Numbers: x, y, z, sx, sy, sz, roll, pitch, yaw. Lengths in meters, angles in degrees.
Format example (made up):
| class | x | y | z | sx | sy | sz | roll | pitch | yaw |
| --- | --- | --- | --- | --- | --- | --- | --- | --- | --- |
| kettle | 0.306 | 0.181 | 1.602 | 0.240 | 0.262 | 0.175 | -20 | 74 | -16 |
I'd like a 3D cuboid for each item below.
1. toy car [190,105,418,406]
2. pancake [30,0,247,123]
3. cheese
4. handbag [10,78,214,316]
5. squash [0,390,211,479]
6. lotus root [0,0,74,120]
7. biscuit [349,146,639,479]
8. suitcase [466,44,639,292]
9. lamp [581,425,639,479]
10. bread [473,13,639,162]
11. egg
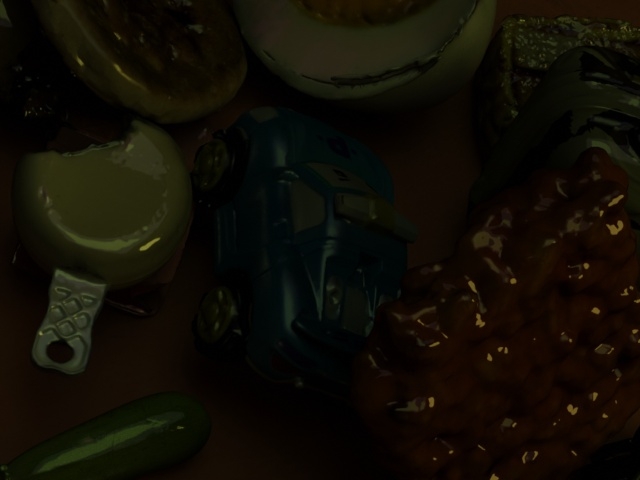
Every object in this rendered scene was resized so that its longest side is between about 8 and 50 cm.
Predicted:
| class | x | y | z | sx | sy | sz | roll | pitch | yaw |
| --- | --- | --- | --- | --- | --- | --- | --- | --- | --- |
| toy car | 0.000 | 0.000 | 1.651 | 0.198 | 0.166 | 0.314 | 23 | 49 | -35 |
| pancake | -0.194 | -0.264 | 1.737 | 0.356 | 0.065 | 0.356 | 45 | 24 | -26 |
| cheese | -0.183 | 0.007 | 1.582 | 0.163 | 0.071 | 0.249 | -2 | 58 | -19 |
| handbag | -0.194 | -0.044 | 1.696 | 0.157 | 0.059 | 0.212 | 20 | 52 | -9 |
| squash | -0.184 | 0.178 | 1.550 | 0.201 | 0.066 | 0.066 | -16 | 65 | -26 |
| lotus root | -0.308 | -0.230 | 1.724 | 0.160 | 0.146 | 0.284 | -16 | 61 | -16 |
| biscuit | 0.163 | 0.105 | 1.572 | 0.318 | 0.312 | 0.110 | -35 | 47 | -14 |
| suitcase | 0.337 | -0.036 | 1.719 | 0.351 | 0.339 | 0.194 | 18 | 53 | -10 |
| lamp | 0.328 | 0.220 | 1.653 | 0.172 | 0.227 | 0.147 | -13 | 99 | 6 |
| bread | 0.270 | -0.149 | 1.921 | 0.222 | 0.096 | 0.181 | 5 | 57 | -16 |
| egg | 0.052 | -0.245 | 1.854 | 0.264 | 0.174 | 0.286 | -35 | 64 | -1 |
